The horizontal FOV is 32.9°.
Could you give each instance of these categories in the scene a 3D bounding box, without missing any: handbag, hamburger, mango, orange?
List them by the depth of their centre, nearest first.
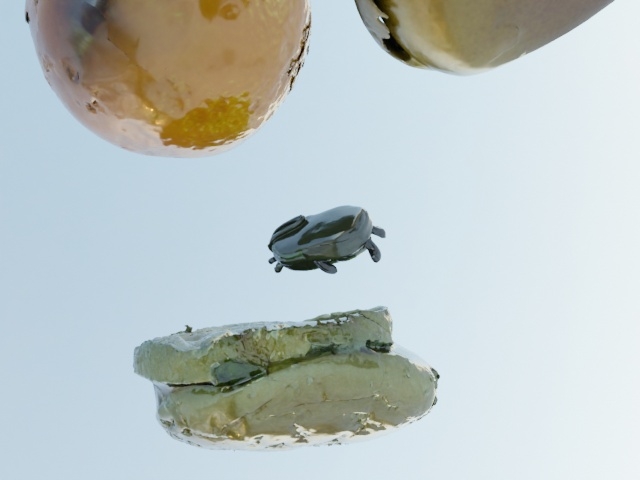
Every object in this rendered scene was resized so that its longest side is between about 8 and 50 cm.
[{"bbox_3d":[0.091,-0.205,0.584,0.166,0.136,0.236,3,-71,-29],"label":"mango"},{"bbox_3d":[-0.129,-0.195,0.936,0.246,0.246,0.246,-11,-78,-62],"label":"orange"},{"bbox_3d":[0.000,0.000,0.964,0.047,0.111,0.072,60,-150,-30],"label":"handbag"},{"bbox_3d":[-0.033,0.138,1.045,0.265,0.284,0.134,174,88,-79],"label":"hamburger"}]
